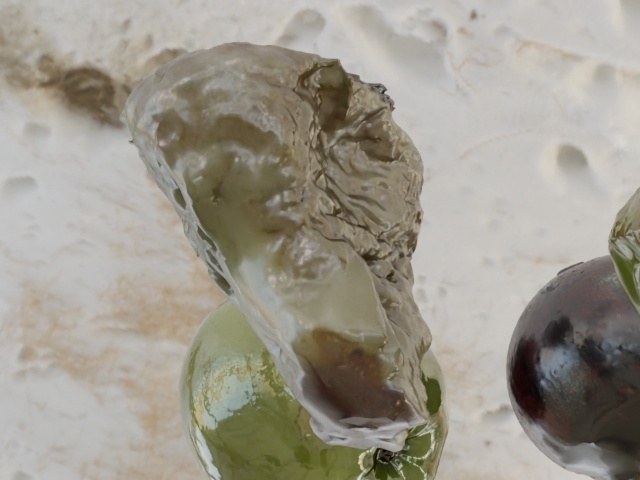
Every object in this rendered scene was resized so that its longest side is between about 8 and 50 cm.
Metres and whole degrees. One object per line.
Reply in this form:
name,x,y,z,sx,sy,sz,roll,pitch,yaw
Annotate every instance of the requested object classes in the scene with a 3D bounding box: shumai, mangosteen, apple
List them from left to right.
shumai,-0.027,0.028,0.847,0.217,0.283,0.346,-11,153,17
apple,-0.007,0.218,1.348,0.358,0.357,0.357,12,145,9
mangosteen,0.370,0.161,1.222,0.311,0.311,0.311,12,145,9

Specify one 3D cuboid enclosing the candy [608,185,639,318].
candy,0.296,0.046,0.641,0.260,0.118,0.260,38,-177,-2
